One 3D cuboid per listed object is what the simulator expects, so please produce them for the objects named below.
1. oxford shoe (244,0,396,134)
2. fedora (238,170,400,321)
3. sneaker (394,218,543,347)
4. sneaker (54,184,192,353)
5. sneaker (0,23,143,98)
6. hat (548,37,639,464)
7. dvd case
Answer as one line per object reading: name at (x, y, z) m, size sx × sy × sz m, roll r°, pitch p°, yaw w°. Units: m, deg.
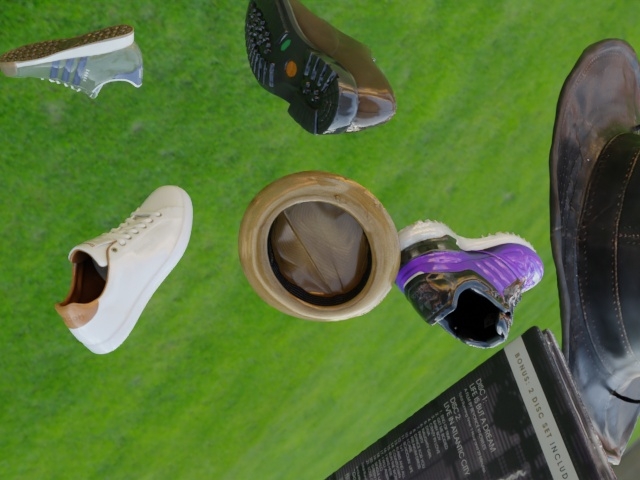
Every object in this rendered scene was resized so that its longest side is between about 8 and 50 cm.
oxford shoe at (-0.005, -0.170, 0.767) m, size 0.096 × 0.227 × 0.083 m, roll -3°, pitch 135°, yaw -34°
fedora at (0.000, 0.000, 0.929) m, size 0.194 × 0.194 × 0.079 m, roll -53°, pitch -167°, yaw 25°
sneaker at (0.201, 0.069, 1.018) m, size 0.293 × 0.146 × 0.102 m, roll 7°, pitch 138°, yaw -44°
sneaker at (-0.280, 0.011, 1.174) m, size 0.123 × 0.106 × 0.290 m, roll 56°, pitch 44°, yaw -41°
sneaker at (-0.327, -0.224, 1.084) m, size 0.192 × 0.064 × 0.086 m, roll -10°, pitch 126°, yaw 8°
hat at (0.264, 0.010, 0.563) m, size 0.331 × 0.134 × 0.331 m, roll 2°, pitch 87°, yaw -57°
dvd case at (0.058, 0.168, 0.409) m, size 0.018 × 0.164 × 0.221 m, roll 24°, pitch 126°, yaw -32°
